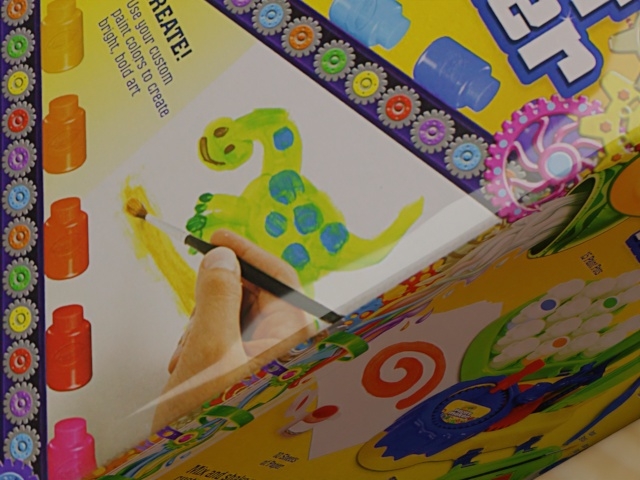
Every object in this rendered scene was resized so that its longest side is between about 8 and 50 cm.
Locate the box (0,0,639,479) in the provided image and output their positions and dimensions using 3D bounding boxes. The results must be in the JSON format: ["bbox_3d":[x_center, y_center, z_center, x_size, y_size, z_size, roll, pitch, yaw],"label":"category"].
[{"bbox_3d":[0.000,0.000,0.489,0.279,0.290,0.177,-31,66,11],"label":"box"}]
